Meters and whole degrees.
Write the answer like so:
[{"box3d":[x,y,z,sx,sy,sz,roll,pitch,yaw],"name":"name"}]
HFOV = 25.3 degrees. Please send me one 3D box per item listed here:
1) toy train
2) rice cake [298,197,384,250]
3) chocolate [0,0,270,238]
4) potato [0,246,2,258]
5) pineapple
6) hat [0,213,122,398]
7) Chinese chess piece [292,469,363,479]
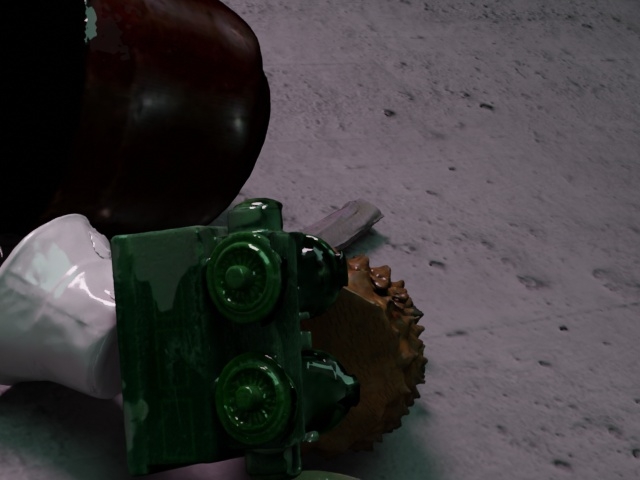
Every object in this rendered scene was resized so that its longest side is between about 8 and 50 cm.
[{"box3d":[-0.080,0.097,1.353,0.201,0.266,0.145,-7,-4,29],"name":"toy train"},{"box3d":[0.000,0.000,1.864,0.055,0.049,0.270,50,36,5],"name":"rice cake"},{"box3d":[-0.239,-0.158,1.728,0.331,0.384,0.384,14,27,-40],"name":"chocolate"},{"box3d":[-0.408,0.012,1.577,0.061,0.086,0.122,9,28,-44],"name":"potato"},{"box3d":[0.028,0.106,1.585,0.223,0.223,0.357,26,12,9],"name":"pineapple"},{"box3d":[-0.239,0.085,1.442,0.126,0.203,0.203,28,31,23],"name":"hat"},{"box3d":[0.007,0.316,1.321,0.237,0.092,0.238,15,32,-9],"name":"Chinese chess piece"}]
